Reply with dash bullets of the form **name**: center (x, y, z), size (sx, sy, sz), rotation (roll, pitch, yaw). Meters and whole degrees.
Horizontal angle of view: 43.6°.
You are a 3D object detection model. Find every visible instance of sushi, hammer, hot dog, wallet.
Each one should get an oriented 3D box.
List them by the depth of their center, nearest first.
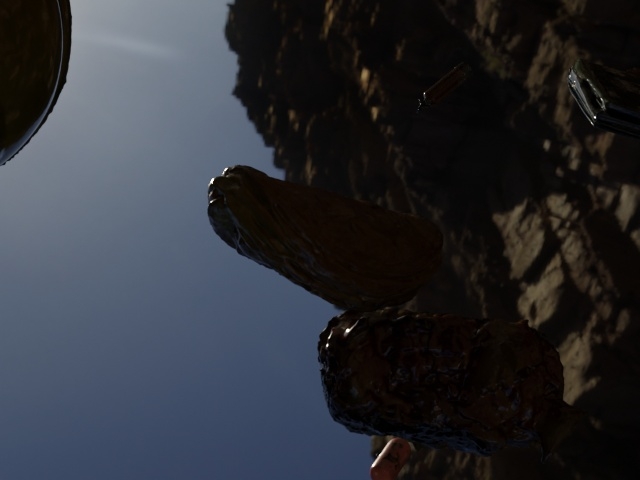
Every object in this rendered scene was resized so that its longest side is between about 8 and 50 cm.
- **hot dog**: center (0.000, 0.000, 0.895), size (0.272, 0.122, 0.196), rotation (12, -174, -34)
- **wallet**: center (0.460, -0.138, 0.960), size (0.317, 0.044, 0.169), rotation (15, -146, -6)
- **sushi**: center (0.165, 0.190, 1.044), size (0.344, 0.196, 0.182), rotation (6, 176, 4)
- **hammer**: center (0.104, 0.332, 1.203), size (0.043, 0.043, 0.083), rotation (23, -140, 21)

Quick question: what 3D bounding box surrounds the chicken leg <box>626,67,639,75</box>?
- **chicken leg**: center (0.555, -0.235, 1.314), size (0.219, 0.048, 0.089), rotation (3, -112, -43)

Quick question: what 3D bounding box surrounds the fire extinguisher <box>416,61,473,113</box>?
- **fire extinguisher**: center (0.152, -0.187, 0.991), size (0.083, 0.028, 0.022), rotation (-40, -104, -12)

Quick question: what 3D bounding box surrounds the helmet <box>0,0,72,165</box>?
- **helmet**: center (-0.239, -0.133, 0.471), size (0.205, 0.256, 0.140), rotation (-11, -152, -26)
